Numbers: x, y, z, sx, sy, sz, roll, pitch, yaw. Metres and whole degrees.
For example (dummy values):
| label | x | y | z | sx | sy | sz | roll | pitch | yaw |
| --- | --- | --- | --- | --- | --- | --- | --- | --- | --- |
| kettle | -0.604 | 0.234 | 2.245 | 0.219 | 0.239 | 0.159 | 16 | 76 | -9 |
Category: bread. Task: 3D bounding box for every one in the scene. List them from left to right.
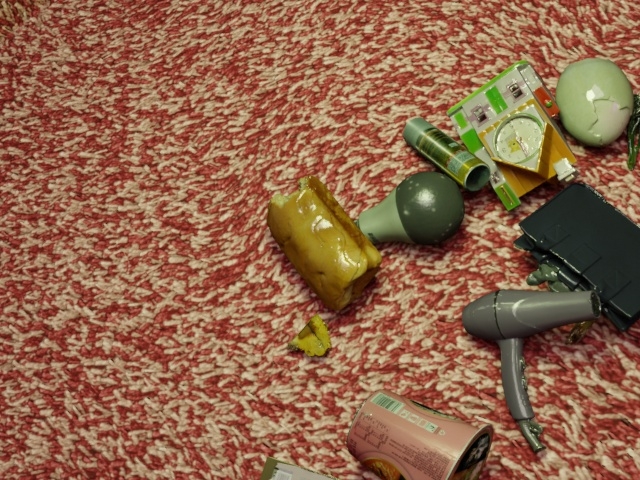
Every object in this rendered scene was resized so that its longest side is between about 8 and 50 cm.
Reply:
| label | x | y | z | sx | sy | sz | roll | pitch | yaw |
| --- | --- | --- | --- | --- | --- | --- | --- | --- | --- |
| bread | -0.005 | 0.003 | 1.845 | 0.344 | 0.149 | 0.195 | 51 | 127 | 28 |

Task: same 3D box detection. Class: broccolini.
| label | x | y | z | sx | sy | sz | roll | pitch | yaw |
| --- | --- | --- | --- | --- | --- | --- | --- | --- | --- |
| broccolini | 0.786 | -0.274 | 1.853 | 0.074 | 0.058 | 0.201 | 2 | 65 | 22 |

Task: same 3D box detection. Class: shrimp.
| label | x | y | z | sx | sy | sz | roll | pitch | yaw |
| --- | --- | --- | --- | --- | --- | --- | --- | --- | --- |
| shrimp | 0.582 | 0.166 | 1.706 | 0.095 | 0.045 | 0.162 | 29 | 69 | 25 |

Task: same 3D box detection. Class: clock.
| label | x | y | z | sx | sy | sz | roll | pitch | yaw |
| --- | --- | --- | --- | --- | --- | --- | --- | --- | --- |
| clock | 0.489 | -0.246 | 1.829 | 0.235 | 0.166 | 0.309 | -34 | 64 | 24 |

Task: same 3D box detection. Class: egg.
| label | x | y | z | sx | sy | sz | roll | pitch | yaw |
| --- | --- | --- | --- | --- | --- | --- | --- | --- | --- |
| egg | 0.676 | -0.333 | 1.842 | 0.183 | 0.183 | 0.217 | -3 | 78 | 12 |

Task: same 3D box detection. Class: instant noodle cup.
| label | x | y | z | sx | sy | sz | roll | pitch | yaw |
| --- | --- | --- | --- | --- | --- | --- | --- | --- | --- |
| instant noodle cup | 0.203 | 0.444 | 1.591 | 0.255 | 0.244 | 0.244 | 23 | 73 | 31 |

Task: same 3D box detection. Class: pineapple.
| label | x | y | z | sx | sy | sz | roll | pitch | yaw |
| --- | --- | --- | --- | --- | --- | --- | --- | --- | --- |
| pineapple | -0.038 | 0.239 | 1.814 | 0.114 | 0.077 | 0.114 | -30 | 57 | 14 |

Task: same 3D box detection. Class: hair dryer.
| label | x | y | z | sx | sy | sz | roll | pitch | yaw |
| --- | --- | --- | --- | --- | --- | --- | --- | --- | --- |
| hair dryer | 0.472 | 0.280 | 1.637 | 0.301 | 0.121 | 0.361 | -11 | 79 | 38 |

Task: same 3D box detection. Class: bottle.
| label | x | y | z | sx | sy | sz | roll | pitch | yaw |
| --- | --- | --- | --- | --- | --- | --- | --- | --- | --- |
| bottle | 0.312 | -0.222 | 1.883 | 0.082 | 0.082 | 0.286 | -36 | 43 | -4 |

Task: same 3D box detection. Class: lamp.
| label | x | y | z | sx | sy | sz | roll | pitch | yaw |
| --- | --- | --- | --- | --- | --- | --- | --- | --- | --- |
| lamp | 0.214 | -0.046 | 1.856 | 0.314 | 0.182 | 0.182 | -35 | 58 | 32 |

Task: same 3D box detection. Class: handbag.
| label | x | y | z | sx | sy | sz | roll | pitch | yaw |
| --- | --- | --- | --- | --- | --- | --- | --- | --- | --- |
| handbag | 0.618 | 0.044 | 1.697 | 0.269 | 0.118 | 0.326 | -32 | 59 | -24 |

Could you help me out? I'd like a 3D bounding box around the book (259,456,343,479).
| label | x | y | z | sx | sy | sz | roll | pitch | yaw |
| --- | --- | --- | --- | --- | --- | --- | --- | --- | --- |
| book | -0.069 | 0.662 | 1.652 | 0.217 | 0.021 | 0.310 | 12 | 69 | 18 |
